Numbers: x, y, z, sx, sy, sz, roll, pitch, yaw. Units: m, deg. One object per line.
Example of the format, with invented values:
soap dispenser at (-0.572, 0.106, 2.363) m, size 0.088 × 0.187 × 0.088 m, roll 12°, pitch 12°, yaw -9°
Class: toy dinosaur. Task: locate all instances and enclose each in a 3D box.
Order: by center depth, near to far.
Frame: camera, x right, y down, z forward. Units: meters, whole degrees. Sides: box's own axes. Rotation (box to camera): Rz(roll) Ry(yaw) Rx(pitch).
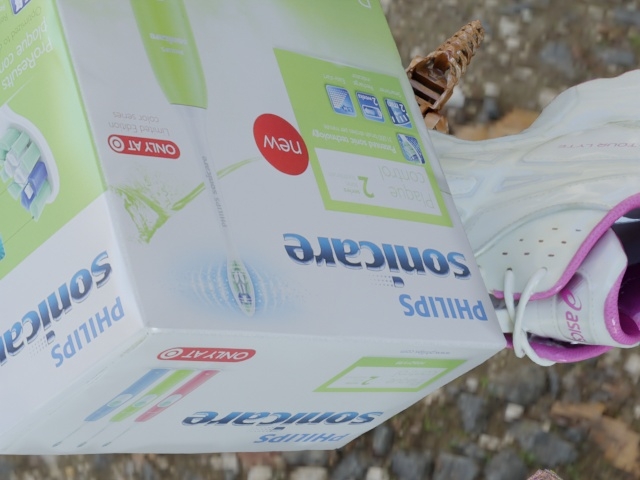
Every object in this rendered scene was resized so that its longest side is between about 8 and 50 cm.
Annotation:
toy dinosaur at (0.076, -0.085, 1.665) m, size 0.322 × 0.218 × 0.164 m, roll -33°, pitch 72°, yaw -15°

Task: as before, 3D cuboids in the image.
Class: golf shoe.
golf shoe at (0.083, 0.009, 0.844) m, size 0.306 × 0.115 × 0.140 m, roll -20°, pitch 37°, yaw 5°

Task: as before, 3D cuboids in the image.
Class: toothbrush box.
toothbrush box at (-0.066, -0.056, 0.746) m, size 0.206 × 0.122 × 0.283 m, roll 7°, pitch 58°, yaw -44°

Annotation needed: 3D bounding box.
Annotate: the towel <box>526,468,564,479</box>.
towel at (0.133, 0.180, 1.040) m, size 0.083 × 0.009 × 0.060 m, roll -40°, pitch 42°, yaw -19°
